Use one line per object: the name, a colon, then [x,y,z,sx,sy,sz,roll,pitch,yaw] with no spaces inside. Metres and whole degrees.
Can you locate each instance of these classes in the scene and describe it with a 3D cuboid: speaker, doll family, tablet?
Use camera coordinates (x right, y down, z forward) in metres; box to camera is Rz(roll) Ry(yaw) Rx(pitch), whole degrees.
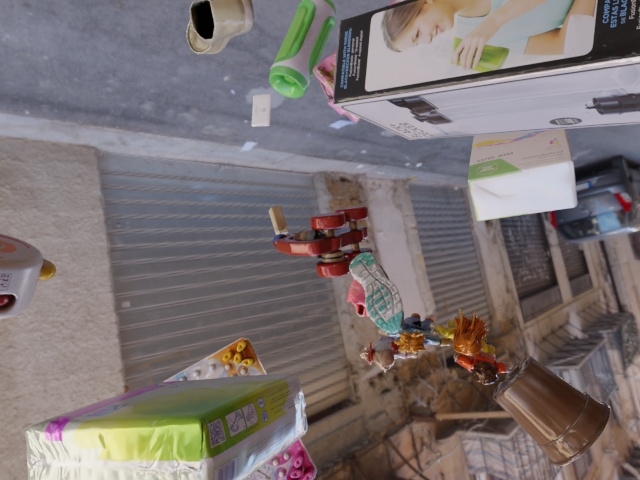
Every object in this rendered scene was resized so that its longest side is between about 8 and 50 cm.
speaker: [-0.050,-0.579,1.231,0.131,0.296,0.131,19,166,5]
doll family: [0.201,0.171,0.736,0.263,0.118,0.163,1,-175,18]
tablet: [-0.153,-0.338,1.076,0.054,0.083,0.006,3,180,21]

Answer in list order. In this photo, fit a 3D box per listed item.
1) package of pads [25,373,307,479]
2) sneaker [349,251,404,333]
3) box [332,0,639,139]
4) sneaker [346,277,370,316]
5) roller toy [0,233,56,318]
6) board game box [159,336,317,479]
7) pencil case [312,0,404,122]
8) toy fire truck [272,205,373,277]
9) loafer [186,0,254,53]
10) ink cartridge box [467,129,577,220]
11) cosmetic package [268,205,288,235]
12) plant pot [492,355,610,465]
package of pads: [-0.192,0.258,0.563,0.297,0.101,0.229,-12,171,24]
sneaker: [0.109,0.093,0.713,0.065,0.166,0.076,-33,132,14]
box: [0.175,-0.159,0.377,0.290,0.087,0.169,7,-177,39]
sneaker: [0.180,0.223,1.504,0.116,0.136,0.314,18,162,41]
roller toy: [-0.687,0.063,0.847,0.210,0.146,0.191,21,-172,-10]
board game box: [-0.268,0.503,1.022,0.390,0.389,0.050,-29,171,-5]
pencil case: [0.165,-0.425,0.890,0.386,0.160,0.167,-37,177,12]
toy fire truck: [0.000,0.000,1.228,0.254,0.169,0.302,-2,-170,37]
loafer: [-0.242,-0.475,0.899,0.092,0.101,0.269,-17,-165,-34]
ink cartridge box: [0.482,-0.207,1.004,0.207,0.119,0.353,-9,-146,29]
cosmetic package: [-0.169,-0.077,1.664,0.041,0.114,0.060,-16,172,-20]
plant pot: [0.475,0.348,0.879,0.167,0.165,0.167,-41,159,-19]
